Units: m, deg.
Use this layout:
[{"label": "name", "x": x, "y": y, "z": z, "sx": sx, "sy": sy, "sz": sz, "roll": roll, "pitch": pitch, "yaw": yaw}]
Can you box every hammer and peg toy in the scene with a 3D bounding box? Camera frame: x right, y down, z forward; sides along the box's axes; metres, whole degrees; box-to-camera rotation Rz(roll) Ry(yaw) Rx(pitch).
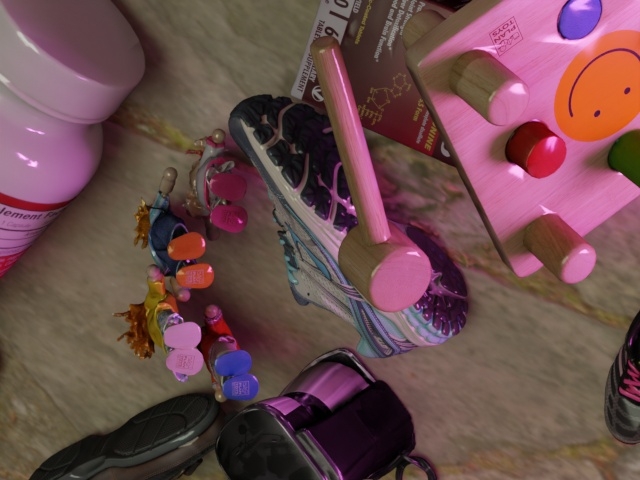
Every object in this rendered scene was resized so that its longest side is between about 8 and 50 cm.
[{"label": "hammer and peg toy", "x": 0.163, "y": -0.092, "z": 1.109, "sx": 0.361, "sy": 0.266, "sz": 0.127, "roll": -35, "pitch": 44, "yaw": -5}]

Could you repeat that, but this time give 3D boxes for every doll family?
[{"label": "doll family", "x": -0.136, "y": 0.028, "z": 1.397, "sx": 0.118, "sy": 0.163, "sz": 0.263, "roll": -4, "pitch": 103, "yaw": -15}]

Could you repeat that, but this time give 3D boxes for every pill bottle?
[{"label": "pill bottle", "x": -0.357, "y": -0.077, "z": 1.425, "sx": 0.407, "sy": 0.229, "sz": 0.229, "roll": -44, "pitch": 83, "yaw": 26}]

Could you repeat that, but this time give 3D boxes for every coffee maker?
[{"label": "coffee maker", "x": 0.012, "y": 0.195, "z": 1.353, "sx": 0.171, "sy": 0.178, "sz": 0.120, "roll": 28, "pitch": 113, "yaw": 16}]

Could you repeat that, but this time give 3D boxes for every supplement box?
[{"label": "supplement box", "x": 0.107, "y": -0.143, "z": 1.289, "sx": 0.239, "sy": 0.073, "sz": 0.130, "roll": 24, "pitch": 111, "yaw": 16}]

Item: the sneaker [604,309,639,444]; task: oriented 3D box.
[{"label": "sneaker", "x": 0.281, "y": 0.104, "z": 1.269, "sx": 0.063, "sy": 0.075, "sz": 0.170, "roll": 26, "pitch": 112, "yaw": 16}]

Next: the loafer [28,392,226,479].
[{"label": "loafer", "x": -0.184, "y": 0.230, "z": 1.511, "sx": 0.267, "sy": 0.096, "sz": 0.084, "roll": -24, "pitch": 112, "yaw": 33}]

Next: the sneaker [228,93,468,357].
[{"label": "sneaker", "x": 0.000, "y": 0.000, "z": 1.329, "sx": 0.122, "sy": 0.110, "sz": 0.283, "roll": -32, "pitch": 103, "yaw": 35}]

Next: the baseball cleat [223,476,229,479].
[{"label": "baseball cleat", "x": -0.082, "y": 0.295, "z": 1.489, "sx": 0.109, "sy": 0.072, "sz": 0.206, "roll": 44, "pitch": 125, "yaw": 0}]
